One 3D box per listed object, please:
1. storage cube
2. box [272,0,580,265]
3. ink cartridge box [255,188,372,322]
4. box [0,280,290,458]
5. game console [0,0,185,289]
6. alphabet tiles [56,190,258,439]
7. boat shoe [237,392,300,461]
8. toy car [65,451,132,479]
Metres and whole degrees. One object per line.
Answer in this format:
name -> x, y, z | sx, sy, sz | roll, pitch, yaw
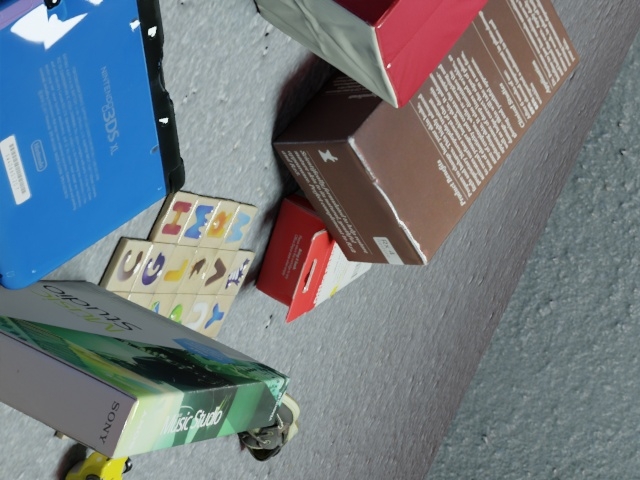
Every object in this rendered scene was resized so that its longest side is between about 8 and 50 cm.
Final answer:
storage cube -> 0.049, -0.277, 1.432 | 0.193, 0.215, 0.183 | -52, 161, -9
box -> 0.134, -0.165, 1.803 | 0.381, 0.143, 0.191 | -51, 123, -31
ink cartridge box -> 0.000, 0.000, 1.892 | 0.231, 0.078, 0.134 | -31, 144, -57
box -> -0.187, 0.100, 1.288 | 0.058, 0.232, 0.322 | -69, 162, 7
game console -> -0.196, -0.150, 1.125 | 0.250, 0.173, 0.293 | -35, 151, -21
alphabet tiles -> -0.171, 0.082, 1.658 | 0.285, 0.011, 0.342 | -64, 162, 6
boat shoe -> -0.075, 0.246, 2.042 | 0.073, 0.080, 0.223 | -61, 167, -18
toy car -> -0.262, 0.332, 1.705 | 0.239, 0.053, 0.225 | -60, 162, -2
